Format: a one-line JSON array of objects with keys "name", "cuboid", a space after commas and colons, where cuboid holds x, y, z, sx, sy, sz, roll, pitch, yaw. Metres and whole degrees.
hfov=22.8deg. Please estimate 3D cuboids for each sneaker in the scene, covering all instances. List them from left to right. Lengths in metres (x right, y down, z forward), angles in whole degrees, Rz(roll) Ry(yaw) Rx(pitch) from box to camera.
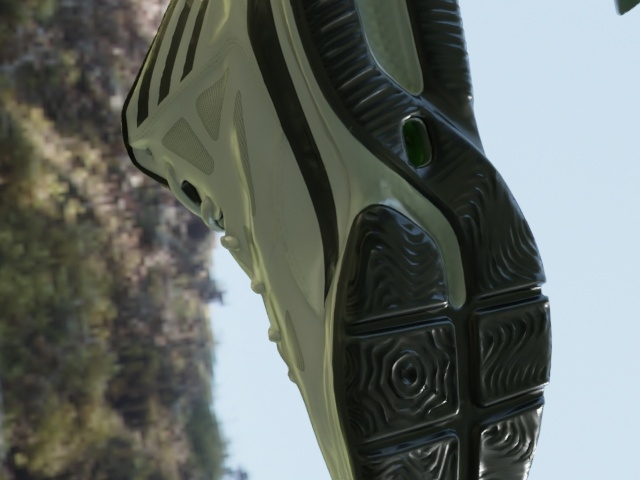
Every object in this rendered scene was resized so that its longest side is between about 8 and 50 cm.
[{"name": "sneaker", "cuboid": [0.001, -0.001, 1.084, 0.257, 0.169, 0.447, -8, -89, 56]}]

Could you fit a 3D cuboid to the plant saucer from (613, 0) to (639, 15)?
[{"name": "plant saucer", "cuboid": [0.200, -0.204, 0.815, 0.037, 0.195, 0.195, 37, -45, -3]}]
